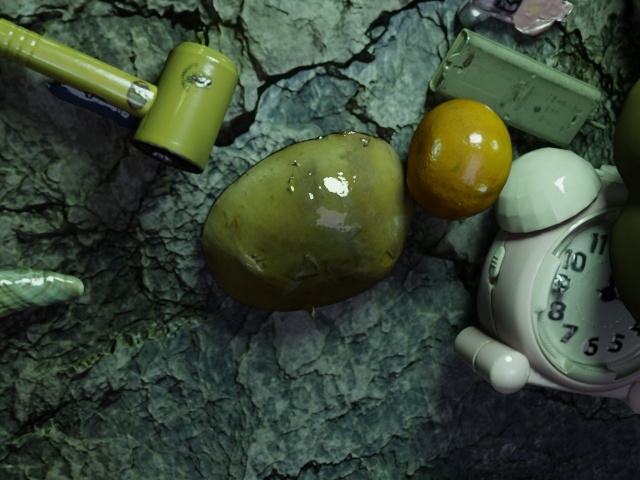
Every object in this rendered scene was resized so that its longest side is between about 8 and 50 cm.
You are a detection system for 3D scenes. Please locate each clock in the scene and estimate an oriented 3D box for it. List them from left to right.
[{"bbox_3d":[0.372,0.051,1.393,0.342,0.184,0.326,9,106,-24],"label":"clock"}]

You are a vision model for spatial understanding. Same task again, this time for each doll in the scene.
[{"bbox_3d":[-0.267,-0.169,1.199,0.125,0.027,0.037,23,104,-20],"label":"doll"}]

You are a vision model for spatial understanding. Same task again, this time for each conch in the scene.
[{"bbox_3d":[-0.483,0.090,1.178,0.386,0.170,0.203,13,134,-18],"label":"conch"}]

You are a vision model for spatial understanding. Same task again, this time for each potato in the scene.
[{"bbox_3d":[0.000,0.000,1.303,0.299,0.116,0.239,-24,122,-3],"label":"potato"}]

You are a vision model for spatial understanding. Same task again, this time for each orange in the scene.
[{"bbox_3d":[0.178,-0.101,1.277,0.124,0.156,0.156,11,110,-19],"label":"orange"}]

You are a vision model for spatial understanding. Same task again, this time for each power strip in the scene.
[{"bbox_3d":[0.271,-0.192,1.324,0.268,0.034,0.092,18,120,-22],"label":"power strip"}]

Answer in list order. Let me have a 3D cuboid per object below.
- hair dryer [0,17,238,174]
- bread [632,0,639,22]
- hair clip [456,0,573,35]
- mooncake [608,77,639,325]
[{"bbox_3d":[-0.239,-0.192,1.155,0.278,0.090,0.135,23,82,-15],"label":"hair dryer"},{"bbox_3d":[0.459,-0.421,1.203,0.155,0.187,0.338,-10,116,-8],"label":"bread"},{"bbox_3d":[0.266,-0.344,1.261,0.146,0.056,0.187,13,120,-17],"label":"hair clip"},{"bbox_3d":[0.519,-0.048,1.106,0.262,0.467,0.467,-7,114,-17],"label":"mooncake"}]
